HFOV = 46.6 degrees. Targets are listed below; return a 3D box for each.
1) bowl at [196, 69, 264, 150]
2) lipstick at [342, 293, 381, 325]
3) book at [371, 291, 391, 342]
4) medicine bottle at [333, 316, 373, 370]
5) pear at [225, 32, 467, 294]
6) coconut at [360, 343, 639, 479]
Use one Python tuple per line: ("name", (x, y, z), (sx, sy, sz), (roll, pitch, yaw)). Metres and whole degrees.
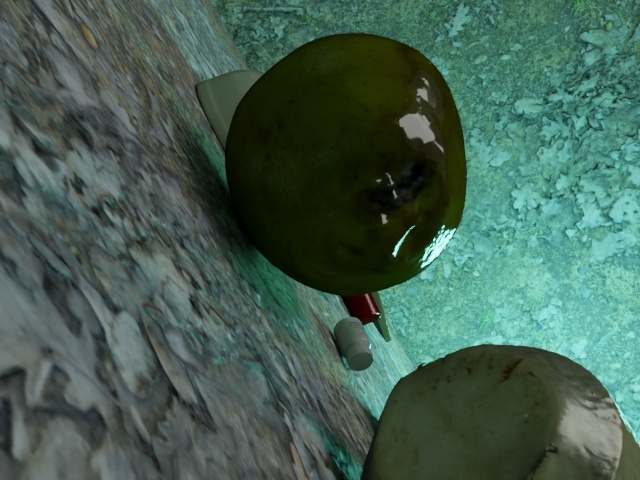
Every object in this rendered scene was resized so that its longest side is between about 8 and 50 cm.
("bowl", (-0.095, -0.195, 1.342), (0.277, 0.145, 0.277), (60, 7, -12))
("lipstick", (0.058, 0.073, 1.801), (0.280, 0.073, 0.073), (64, 5, 22))
("book", (0.106, 0.118, 1.952), (0.283, 0.025, 0.215), (-126, -164, -61))
("medicine bottle", (0.056, 0.174, 1.248), (0.052, 0.052, 0.089), (57, 6, -37))
("pear", (0.033, -0.100, 1.003), (0.352, 0.352, 0.413), (60, 7, -12))
("coconut", (0.199, 0.273, 0.785), (0.323, 0.323, 0.323), (60, 5, -8))
